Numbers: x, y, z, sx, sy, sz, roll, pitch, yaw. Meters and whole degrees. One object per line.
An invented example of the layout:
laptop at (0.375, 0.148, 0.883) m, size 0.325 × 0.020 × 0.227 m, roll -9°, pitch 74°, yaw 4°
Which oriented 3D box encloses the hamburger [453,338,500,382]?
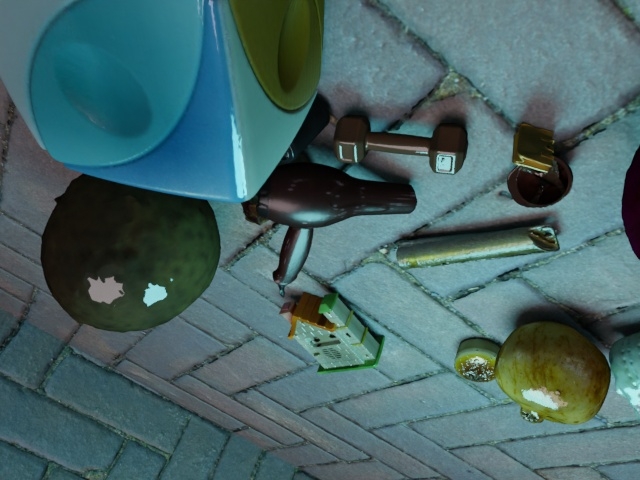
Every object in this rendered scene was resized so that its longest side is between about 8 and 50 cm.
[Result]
hamburger at (0.418, 0.325, 1.348) m, size 0.126 × 0.081 × 0.141 m, roll 23°, pitch 141°, yaw -1°

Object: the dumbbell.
dumbbell at (0.139, -0.170, 0.895) m, size 0.230 × 0.082 × 0.092 m, roll 9°, pitch 141°, yaw 16°

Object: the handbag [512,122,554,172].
handbag at (0.343, -0.148, 0.821) m, size 0.061 × 0.083 × 0.027 m, roll 17°, pitch 143°, yaw 2°

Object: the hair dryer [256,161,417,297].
hair dryer at (0.000, 0.000, 1.039) m, size 0.312 × 0.123 × 0.340 m, roll 5°, pitch 131°, yaw -17°

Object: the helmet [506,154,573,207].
helmet at (0.386, -0.105, 0.874) m, size 0.111 × 0.057 × 0.089 m, roll -15°, pitch 94°, yaw 50°

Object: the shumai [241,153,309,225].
shumai at (-0.106, -0.106, 1.061) m, size 0.201 × 0.120 × 0.201 m, roll 16°, pitch 143°, yaw 12°

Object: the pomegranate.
pomegranate at (0.521, 0.304, 1.155) m, size 0.248 × 0.248 × 0.248 m, roll 13°, pitch 141°, yaw 11°

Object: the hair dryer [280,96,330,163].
hair dryer at (-0.123, -0.229, 0.933) m, size 0.255 × 0.128 × 0.070 m, roll 22°, pitch 144°, yaw 18°

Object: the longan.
longan at (-0.417, 0.009, 1.136) m, size 0.391 × 0.391 × 0.391 m, roll 13°, pitch 141°, yaw 11°

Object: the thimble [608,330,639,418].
thimble at (0.725, 0.286, 1.055) m, size 0.185 × 0.211 × 0.149 m, roll 6°, pitch 149°, yaw -30°

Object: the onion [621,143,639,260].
onion at (0.613, -0.062, 0.655) m, size 0.385 × 0.348 × 0.348 m, roll -1°, pitch 152°, yaw -29°

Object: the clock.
clock at (0.021, 0.254, 1.449) m, size 0.219 × 0.106 × 0.255 m, roll -18°, pitch 123°, yaw 38°

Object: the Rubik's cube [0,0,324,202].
Rubik's cube at (-0.198, -0.295, 0.693) m, size 0.351 × 0.352 × 0.347 m, roll 12°, pitch 142°, yaw 10°

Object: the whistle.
whistle at (0.313, 0.014, 1.049) m, size 0.326 × 0.057 × 0.068 m, roll -9°, pitch 132°, yaw 33°
